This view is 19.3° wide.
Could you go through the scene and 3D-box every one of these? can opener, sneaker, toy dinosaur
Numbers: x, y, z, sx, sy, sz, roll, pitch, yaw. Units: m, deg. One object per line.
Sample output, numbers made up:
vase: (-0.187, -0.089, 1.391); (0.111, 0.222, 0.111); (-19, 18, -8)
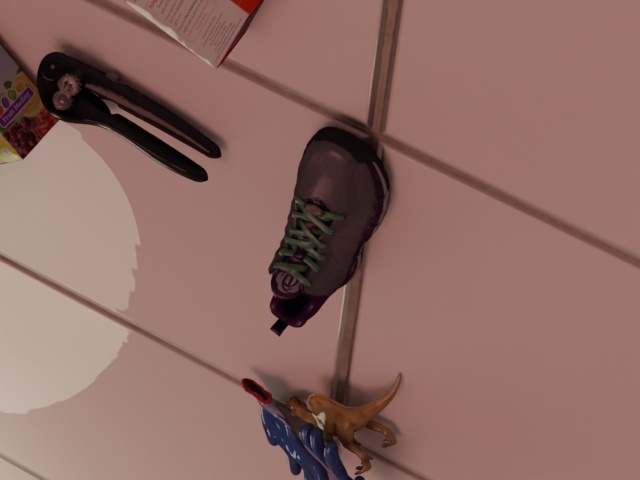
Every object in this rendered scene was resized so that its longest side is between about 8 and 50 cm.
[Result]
can opener: (-0.172, -0.113, 1.682); (0.186, 0.073, 0.059); (26, 109, 9)
sneaker: (0.000, 0.000, 1.614); (0.083, 0.098, 0.224); (27, 148, 13)
toy dinosaur: (0.029, 0.183, 1.873); (0.183, 0.053, 0.092); (-12, 124, 50)

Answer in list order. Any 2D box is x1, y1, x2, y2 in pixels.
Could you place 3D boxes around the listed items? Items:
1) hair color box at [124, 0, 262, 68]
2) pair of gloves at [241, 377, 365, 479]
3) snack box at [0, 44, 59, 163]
hair color box: (-0.124, -0.221, 1.482); (0.167, 0.053, 0.093); (36, 150, -3)
pair of gloves: (-0.008, 0.224, 1.930); (0.198, 0.023, 0.159); (33, 158, 47)
snack box: (-0.371, -0.161, 1.777); (0.174, 0.070, 0.207); (-8, 127, 50)
